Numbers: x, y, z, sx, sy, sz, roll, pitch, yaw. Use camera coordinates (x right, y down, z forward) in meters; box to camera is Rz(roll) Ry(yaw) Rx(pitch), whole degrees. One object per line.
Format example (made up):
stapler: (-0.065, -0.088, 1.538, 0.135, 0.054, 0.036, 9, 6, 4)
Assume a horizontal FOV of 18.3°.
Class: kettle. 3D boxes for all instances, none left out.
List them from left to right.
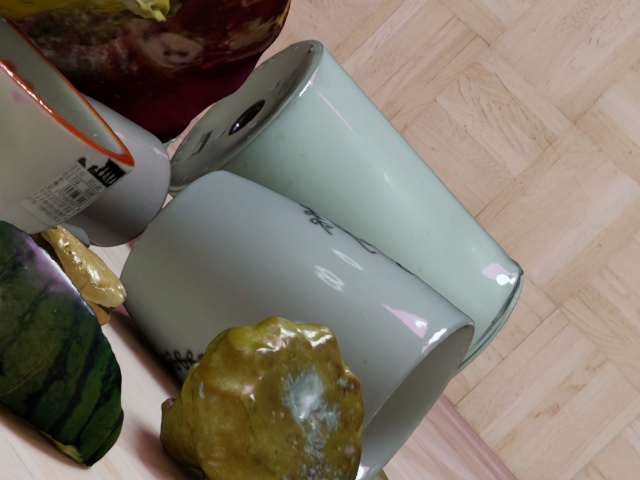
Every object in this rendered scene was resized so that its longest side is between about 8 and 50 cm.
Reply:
kettle: (0.005, 0.003, 1.941, 0.318, 0.265, 0.205, 45, 7, -20)

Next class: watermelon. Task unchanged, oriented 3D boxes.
watermelon: (-0.165, 0.036, 1.059, 0.181, 0.075, 0.092, 44, 0, -1)

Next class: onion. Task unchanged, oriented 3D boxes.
onion: (-0.213, -0.309, 1.684, 0.398, 0.398, 0.420, 43, 31, -43)

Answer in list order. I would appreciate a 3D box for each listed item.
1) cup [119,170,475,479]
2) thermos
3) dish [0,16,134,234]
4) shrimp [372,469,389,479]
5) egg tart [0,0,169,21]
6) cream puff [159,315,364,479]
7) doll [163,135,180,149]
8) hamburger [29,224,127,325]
cup: (-0.025, 0.079, 1.553, 0.234, 0.186, 0.258, 38, -13, 17)
thermos: (-0.211, -0.061, 1.559, 0.193, 0.105, 0.137, 35, 42, -52)
dish: (-0.244, -0.093, 1.256, 0.256, 0.117, 0.256, 46, 3, -4)
shrimp: (-0.009, 0.174, 1.678, 0.236, 0.053, 0.133, 49, 23, -13)
egg tart: (-0.220, -0.236, 1.316, 0.295, 0.116, 0.295, 45, 1, -1)
cream puff: (-0.044, 0.119, 1.290, 0.116, 0.146, 0.146, -10, -44, 45)
doll: (-0.236, -0.136, 2.245, 0.150, 0.077, 0.115, 41, 48, 3)
hamburger: (-0.173, 0.023, 1.370, 0.083, 0.044, 0.076, 40, 8, -43)
